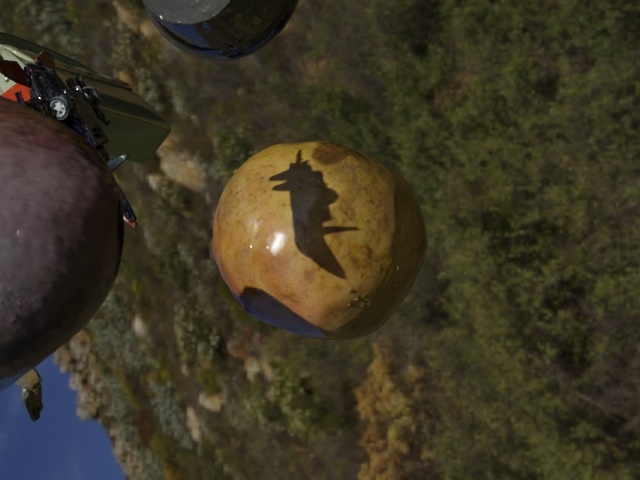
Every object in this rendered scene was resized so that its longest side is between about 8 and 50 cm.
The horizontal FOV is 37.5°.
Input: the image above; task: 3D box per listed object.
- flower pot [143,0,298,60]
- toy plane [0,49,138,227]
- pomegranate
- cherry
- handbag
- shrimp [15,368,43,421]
[{"bbox_3d":[-0.171,-0.399,1.390,0.166,0.269,0.268,-48,-43,-74],"label":"flower pot"},{"bbox_3d":[-0.222,-0.095,0.881,0.189,0.061,0.130,49,-156,-2],"label":"toy plane"},{"bbox_3d":[0.000,0.000,1.236,0.281,0.281,0.281,-1,-90,-83],"label":"pomegranate"},{"bbox_3d":[-0.245,0.006,0.583,0.183,0.266,0.213,52,-150,-61],"label":"cherry"},{"bbox_3d":[-0.344,-0.203,1.286,0.079,0.219,0.256,-53,-28,15],"label":"handbag"},{"bbox_3d":[-0.382,0.167,1.034,0.195,0.148,0.035,-40,29,34],"label":"shrimp"}]
